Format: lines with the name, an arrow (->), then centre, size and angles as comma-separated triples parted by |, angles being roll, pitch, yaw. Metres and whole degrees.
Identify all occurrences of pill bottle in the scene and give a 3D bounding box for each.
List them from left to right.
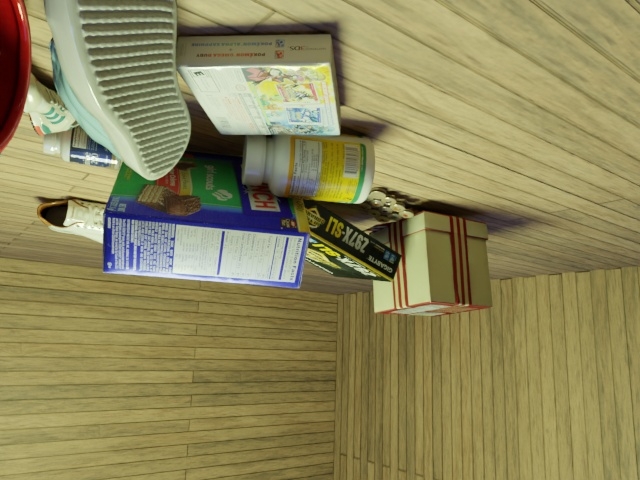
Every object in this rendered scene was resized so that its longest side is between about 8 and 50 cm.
pill bottle -> -0.399, -0.162, 0.897 | 0.120, 0.067, 0.067 | 7, 168, -22
pill bottle -> -0.024, -0.127, 0.887 | 0.208, 0.118, 0.117 | 4, 168, -13

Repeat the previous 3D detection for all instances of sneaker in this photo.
sneaker -> -0.387, -0.202, 0.766 | 0.075, 0.057, 0.161 | -12, 172, -19
sneaker -> -0.242, -0.198, 0.564 | 0.150, 0.135, 0.366 | 31, 153, 6
sneaker -> -0.592, -0.048, 1.388 | 0.289, 0.106, 0.123 | 4, 171, -3

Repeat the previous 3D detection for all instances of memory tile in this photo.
memory tile -> 0.144, -0.081, 1.264 | 0.113, 0.012, 0.148 | -9, 150, 44

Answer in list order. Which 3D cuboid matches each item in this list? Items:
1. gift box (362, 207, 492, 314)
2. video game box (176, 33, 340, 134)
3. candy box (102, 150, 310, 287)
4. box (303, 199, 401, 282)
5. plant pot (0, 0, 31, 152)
gift box -> 0.264, 0.059, 1.394 | 0.254, 0.259, 0.276 | 10, 162, -36
video game box -> -0.070, -0.200, 0.710 | 0.186, 0.048, 0.205 | 4, 169, 6
candy box -> -0.191, -0.050, 0.930 | 0.316, 0.122, 0.268 | 6, -149, -14
box -> 0.000, 0.000, 1.299 | 0.321, 0.080, 0.257 | 30, 163, -29
plant pot -> -0.400, -0.183, 0.508 | 0.173, 0.191, 0.191 | 10, 167, -8
